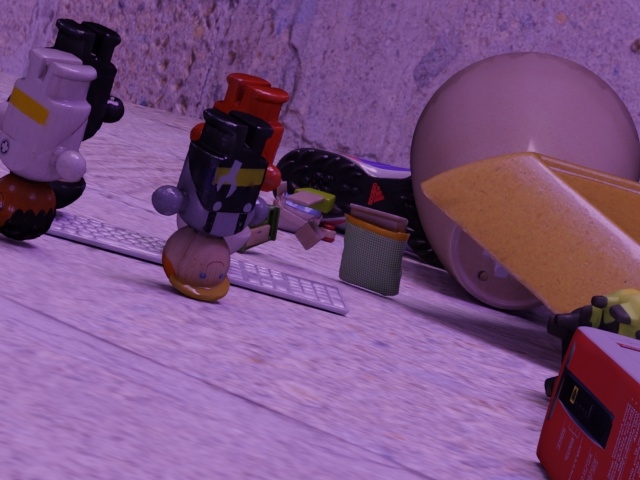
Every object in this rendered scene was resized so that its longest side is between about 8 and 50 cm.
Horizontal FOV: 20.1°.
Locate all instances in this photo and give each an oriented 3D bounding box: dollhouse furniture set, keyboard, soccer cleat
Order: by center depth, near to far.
[{"bbox_3d":[0.223,0.079,1.154,0.121,0.093,0.289,3,-1,-3],"label":"soccer cleat"},{"bbox_3d":[-0.103,0.014,1.400,0.256,0.014,0.072,15,5,-9],"label":"keyboard"},{"bbox_3d":[0.000,0.000,1.606,0.151,0.076,0.058,17,17,24],"label":"dollhouse furniture set"},{"bbox_3d":[0.101,-0.037,2.144,0.318,0.109,0.116,16,0,21],"label":"soccer cleat"}]

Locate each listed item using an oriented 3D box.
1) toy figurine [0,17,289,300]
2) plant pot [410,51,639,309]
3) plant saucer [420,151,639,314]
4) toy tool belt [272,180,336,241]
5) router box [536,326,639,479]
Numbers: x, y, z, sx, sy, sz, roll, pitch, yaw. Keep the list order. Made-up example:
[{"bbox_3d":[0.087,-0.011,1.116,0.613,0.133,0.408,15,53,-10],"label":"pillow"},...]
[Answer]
[{"bbox_3d":[-0.135,-0.055,1.314,0.213,0.148,0.209,18,16,-4],"label":"toy figurine"},{"bbox_3d":[0.208,-0.040,1.880,0.256,0.256,0.274,17,22,2],"label":"plant pot"},{"bbox_3d":[0.299,0.033,1.566,0.333,0.081,0.333,11,25,-46],"label":"plant saucer"},{"bbox_3d":[-0.016,-0.032,1.978,0.083,0.051,0.052,15,5,-20],"label":"toy tool belt"},{"bbox_3d":[0.290,0.143,0.862,0.335,0.082,0.301,16,5,-2],"label":"router box"}]
